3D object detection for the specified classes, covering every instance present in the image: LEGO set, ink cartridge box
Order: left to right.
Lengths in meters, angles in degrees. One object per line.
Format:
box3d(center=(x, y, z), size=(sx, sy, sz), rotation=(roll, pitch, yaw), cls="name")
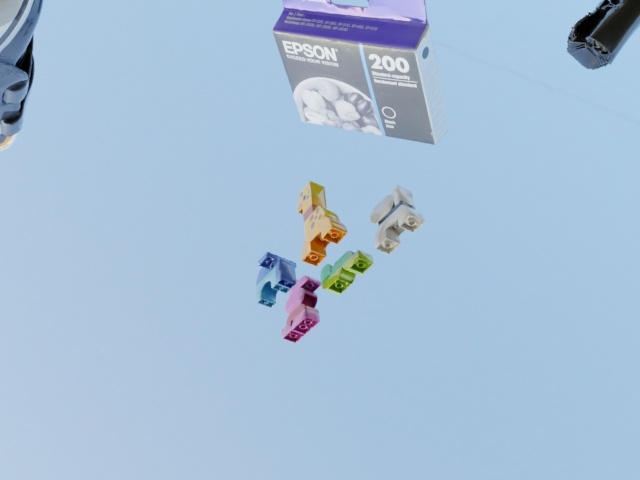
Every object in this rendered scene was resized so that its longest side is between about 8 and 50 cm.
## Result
box3d(center=(0.000, 0.000, 0.931), size=(0.087, 0.227, 0.093), rotation=(23, -139, -28), cls="LEGO set")
box3d(center=(0.044, -0.220, 1.088), size=(0.206, 0.208, 0.045), rotation=(14, -127, 30), cls="ink cartridge box")

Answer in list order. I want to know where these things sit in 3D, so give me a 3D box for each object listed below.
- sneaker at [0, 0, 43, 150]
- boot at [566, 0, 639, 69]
box3d(center=(-0.308, -0.161, 0.792), size=(0.127, 0.321, 0.126), rotation=(18, -114, -42), cls="sneaker")
box3d(center=(0.488, -0.389, 1.487), size=(0.094, 0.246, 0.207), rotation=(40, -82, -10), cls="boot")
